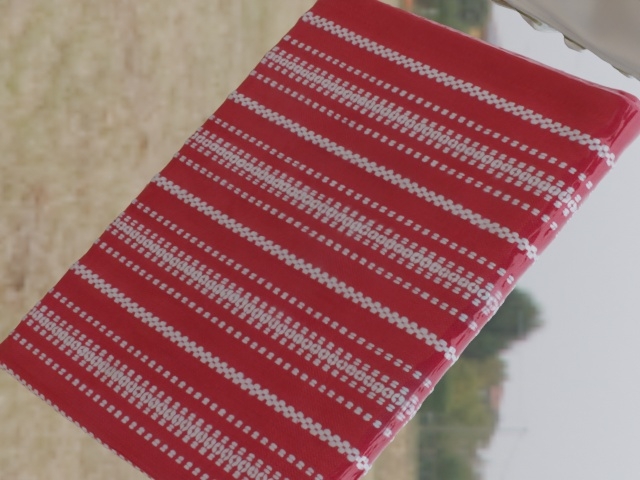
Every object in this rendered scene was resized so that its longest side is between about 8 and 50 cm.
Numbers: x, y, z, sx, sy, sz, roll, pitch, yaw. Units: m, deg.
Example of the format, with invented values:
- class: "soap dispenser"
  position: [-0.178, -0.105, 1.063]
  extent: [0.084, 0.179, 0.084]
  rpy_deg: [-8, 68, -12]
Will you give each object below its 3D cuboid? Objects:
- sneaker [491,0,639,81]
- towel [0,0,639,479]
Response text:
- class: "sneaker"
  position: [0.105, -0.087, 0.431]
  extent: [0.290, 0.106, 0.123]
  rpy_deg: [56, -34, 9]
- class: "towel"
  position: [0.000, 0.000, 0.676]
  extent: [0.275, 0.199, 0.031]
  rpy_deg: [-49, 142, -17]
